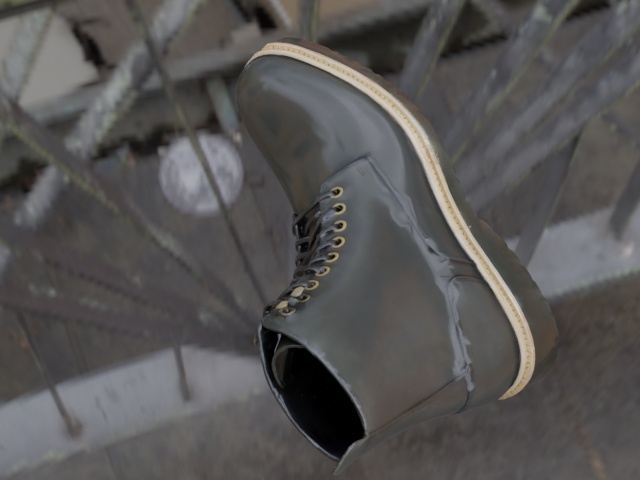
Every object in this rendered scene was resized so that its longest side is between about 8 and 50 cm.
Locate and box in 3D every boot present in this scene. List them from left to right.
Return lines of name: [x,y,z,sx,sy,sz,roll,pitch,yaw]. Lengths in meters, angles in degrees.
boot: [0.000,0.000,0.852,0.137,0.077,0.198,-23,63,-45]
